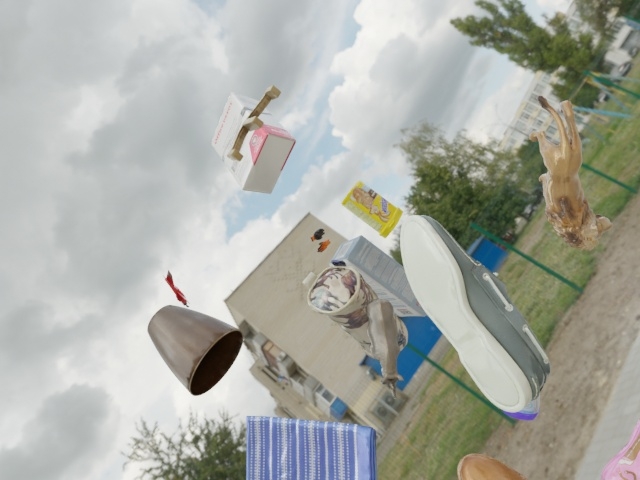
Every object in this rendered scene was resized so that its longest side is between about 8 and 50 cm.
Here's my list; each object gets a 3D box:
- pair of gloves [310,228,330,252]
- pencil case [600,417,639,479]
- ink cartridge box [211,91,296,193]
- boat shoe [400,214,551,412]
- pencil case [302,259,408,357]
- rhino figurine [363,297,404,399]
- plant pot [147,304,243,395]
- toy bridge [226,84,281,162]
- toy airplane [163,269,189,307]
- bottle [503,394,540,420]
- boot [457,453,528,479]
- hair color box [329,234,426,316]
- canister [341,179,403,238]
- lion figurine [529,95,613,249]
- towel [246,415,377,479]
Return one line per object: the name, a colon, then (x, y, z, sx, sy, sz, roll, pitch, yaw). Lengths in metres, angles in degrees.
pair of gloves: (0.000, 0.000, 1.698, 0.074, 0.010, 0.083, -42, -65, -34)
pencil case: (0.612, 0.296, 0.717, 0.159, 0.167, 0.387, 12, -76, -30)
ink cartridge box: (-0.190, -0.268, 1.224, 0.100, 0.237, 0.172, 3, -53, -42)
boat shoe: (0.234, 0.093, 0.689, 0.098, 0.320, 0.116, -20, -19, -27)
pencil case: (0.119, 0.220, 1.332, 0.160, 0.183, 0.410, -48, -44, -5)
rhino figurine: (0.153, 0.253, 1.071, 0.072, 0.244, 0.106, -7, -17, -3)
plant pot: (-0.380, 0.290, 1.297, 0.215, 0.230, 0.216, -49, -23, -29)
toy bridge: (-0.147, -0.252, 0.964, 0.026, 0.063, 0.188, 35, -105, -30)
toy airplane: (-0.479, 0.166, 1.486, 0.028, 0.151, 0.151, -33, -25, -20)
bottle: (0.625, 0.423, 1.400, 0.092, 0.118, 0.283, -35, -57, -51)
boot: (0.320, 0.434, 0.699, 0.109, 0.283, 0.220, -39, -44, -5)
hair color box: (0.235, 0.145, 1.710, 0.114, 0.374, 0.185, -57, 11, -19)
canister: (0.157, -0.098, 1.359, 0.073, 0.169, 0.126, -54, -1, 35)
lion figurine: (0.632, -0.162, 1.161, 0.392, 0.142, 0.240, 47, -142, -35)
towel: (-0.029, 0.540, 1.024, 0.040, 0.335, 0.244, 21, -114, -66)
